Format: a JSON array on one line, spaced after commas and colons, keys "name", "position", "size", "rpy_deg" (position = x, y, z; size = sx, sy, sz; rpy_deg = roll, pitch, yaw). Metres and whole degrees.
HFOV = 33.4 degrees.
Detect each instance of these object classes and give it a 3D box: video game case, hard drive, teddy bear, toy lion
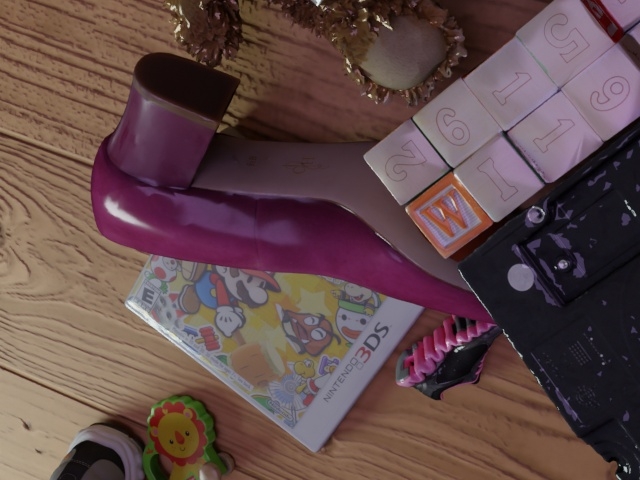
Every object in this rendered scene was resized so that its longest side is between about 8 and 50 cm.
[{"name": "video game case", "position": [-0.041, 0.047, 0.930], "size": [0.227, 0.026, 0.206], "rpy_deg": [37, 118, 8]}, {"name": "hard drive", "position": [0.271, 0.011, 0.595], "size": [0.339, 0.064, 0.237], "rpy_deg": [-42, 78, 33]}, {"name": "teddy bear", "position": [-0.027, -0.234, 0.761], "size": [0.338, 0.113, 0.245], "rpy_deg": [16, 125, 20]}, {"name": "toy lion", "position": [-0.136, 0.200, 1.025], "size": [0.100, 0.034, 0.096], "rpy_deg": [-38, 84, 29]}]

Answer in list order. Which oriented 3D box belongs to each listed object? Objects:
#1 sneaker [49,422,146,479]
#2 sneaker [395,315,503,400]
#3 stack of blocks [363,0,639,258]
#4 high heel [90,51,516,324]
[{"name": "sneaker", "position": [-0.243, 0.317, 1.067], "size": [0.100, 0.108, 0.271], "rpy_deg": [14, 114, 16]}, {"name": "sneaker", "position": [0.118, 0.092, 0.875], "size": [0.057, 0.047, 0.119], "rpy_deg": [39, 121, -19]}, {"name": "stack of blocks", "position": [0.185, -0.126, 0.690], "size": [0.297, 0.171, 0.087], "rpy_deg": [-38, 91, 28]}, {"name": "high heel", "position": [0.000, 0.000, 0.848], "size": [0.377, 0.127, 0.181], "rpy_deg": [29, 135, 2]}]
